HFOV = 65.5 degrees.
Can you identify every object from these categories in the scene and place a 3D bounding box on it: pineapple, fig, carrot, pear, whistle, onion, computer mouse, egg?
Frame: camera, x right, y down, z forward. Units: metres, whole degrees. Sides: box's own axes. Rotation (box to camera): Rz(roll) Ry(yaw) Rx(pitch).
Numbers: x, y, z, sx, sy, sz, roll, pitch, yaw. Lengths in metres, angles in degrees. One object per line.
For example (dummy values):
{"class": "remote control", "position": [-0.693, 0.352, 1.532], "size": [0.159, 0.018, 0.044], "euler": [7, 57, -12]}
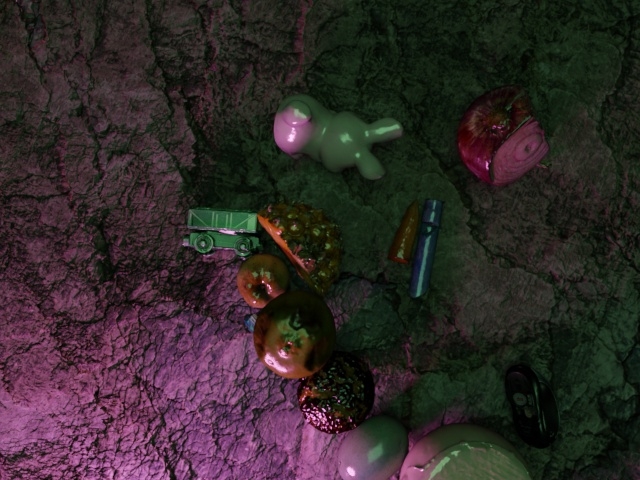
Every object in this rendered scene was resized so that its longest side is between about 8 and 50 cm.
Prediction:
{"class": "pineapple", "position": [0.001, 0.000, 1.426], "size": [0.209, 0.286, 0.344], "euler": [-39, 102, -11]}
{"class": "fig", "position": [-0.066, 0.260, 1.422], "size": [0.239, 0.271, 0.240], "euler": [1, 93, 11]}
{"class": "carrot", "position": [0.265, -0.031, 1.527], "size": [0.072, 0.072, 0.205], "euler": [16, 86, 7]}
{"class": "pear", "position": [-0.175, 0.119, 1.524], "size": [0.167, 0.136, 0.167], "euler": [0, 102, -1]}
{"class": "whistle", "position": [0.324, 0.027, 1.520], "size": [0.062, 0.062, 0.305], "euler": [11, 88, 7]}
{"class": "onion", "position": [0.517, -0.314, 1.448], "size": [0.256, 0.272, 0.230], "euler": [-28, 58, -2]}
{"class": "computer mouse", "position": [0.613, 0.471, 1.431], "size": [0.096, 0.137, 0.234], "euler": [-7, 84, -14]}
{"class": "egg", "position": [0.152, 0.614, 1.448], "size": [0.169, 0.169, 0.236], "euler": [44, 91, 7]}

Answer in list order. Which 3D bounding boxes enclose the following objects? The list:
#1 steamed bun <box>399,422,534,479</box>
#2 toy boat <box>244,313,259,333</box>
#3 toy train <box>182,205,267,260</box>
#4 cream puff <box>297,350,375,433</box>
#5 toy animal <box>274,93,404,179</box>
{"class": "steamed bun", "position": [0.394, 0.687, 1.380], "size": [0.374, 0.241, 0.375], "euler": [0, 88, -3]}
{"class": "toy boat", "position": [-0.132, 0.288, 1.540], "size": [0.215, 0.088, 0.102], "euler": [43, 88, 8]}
{"class": "toy train", "position": [-0.297, -0.022, 1.567], "size": [0.269, 0.115, 0.155], "euler": [3, 78, 6]}
{"class": "cream puff", "position": [0.041, 0.440, 1.455], "size": [0.238, 0.165, 0.239], "euler": [-7, 64, 14]}
{"class": "toy animal", "position": [0.048, -0.310, 1.478], "size": [0.367, 0.241, 0.196], "euler": [21, 91, 7]}
